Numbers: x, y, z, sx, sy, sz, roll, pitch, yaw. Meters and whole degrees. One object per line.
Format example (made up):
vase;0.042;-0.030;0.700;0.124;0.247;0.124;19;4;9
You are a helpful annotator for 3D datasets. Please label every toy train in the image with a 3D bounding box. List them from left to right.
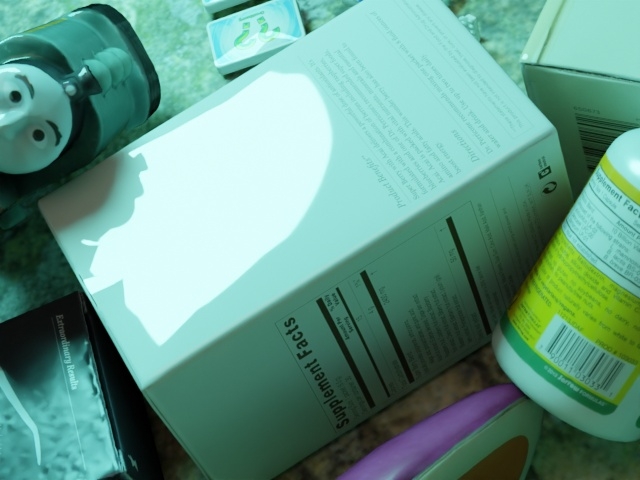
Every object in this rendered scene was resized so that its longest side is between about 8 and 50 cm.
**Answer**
toy train;-0.221;-0.085;1.150;0.190;0.142;0.334;-28;8;7

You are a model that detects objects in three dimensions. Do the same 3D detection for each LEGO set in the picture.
LEGO set;0.024;-0.196;1.279;0.244;0.060;0.182;-17;56;6

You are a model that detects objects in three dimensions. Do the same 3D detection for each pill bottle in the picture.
pill bottle;0.201;0.007;0.979;0.117;0.117;0.208;45;115;36

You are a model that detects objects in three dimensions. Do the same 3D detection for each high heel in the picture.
high heel;-0.041;0.187;0.996;0.377;0.127;0.181;-39;47;-15

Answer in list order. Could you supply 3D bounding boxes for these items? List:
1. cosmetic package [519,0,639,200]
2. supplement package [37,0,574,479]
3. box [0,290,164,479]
cosmetic package;0.253;-0.183;1.127;0.113;0.160;0.309;13;60;26
supplement package;0.000;0.000;1.072;0.293;0.175;0.177;-31;54;-4
box;-0.217;0.152;1.082;0.207;0.108;0.153;-21;52;3
